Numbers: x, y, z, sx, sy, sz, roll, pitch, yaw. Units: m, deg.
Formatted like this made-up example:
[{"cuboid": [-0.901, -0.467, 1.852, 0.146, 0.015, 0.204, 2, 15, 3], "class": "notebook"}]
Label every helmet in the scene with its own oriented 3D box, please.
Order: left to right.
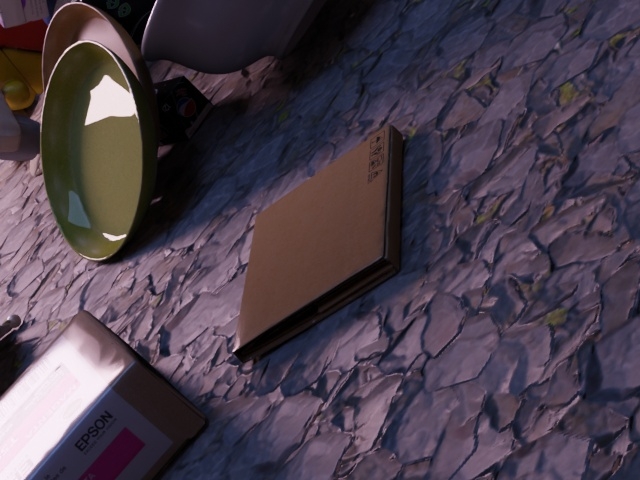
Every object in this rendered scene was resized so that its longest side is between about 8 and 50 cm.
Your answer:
[{"cuboid": [-0.219, -0.310, 1.795, 0.161, 0.169, 0.169, -33, 26, 47], "class": "helmet"}]

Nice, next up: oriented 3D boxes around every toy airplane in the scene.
[{"cuboid": [-0.486, -0.228, 2.125, 0.384, 0.272, 0.386, 8, 35, 21], "class": "toy airplane"}]

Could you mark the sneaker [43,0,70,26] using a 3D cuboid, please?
[{"cuboid": [-0.219, -0.310, 1.931, 0.296, 0.112, 0.131, -13, 40, 9], "class": "sneaker"}]

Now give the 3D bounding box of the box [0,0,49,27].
[{"cuboid": [-0.440, -0.370, 2.024, 0.063, 0.067, 0.324, -18, 35, -20], "class": "box"}]

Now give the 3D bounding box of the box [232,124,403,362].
[{"cuboid": [0.000, 0.000, 1.306, 0.164, 0.021, 0.201, -33, 27, 25], "class": "box"}]

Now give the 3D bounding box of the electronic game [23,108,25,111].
[{"cuboid": [-0.545, -0.159, 2.378, 0.229, 0.048, 0.229, -29, 36, 24], "class": "electronic game"}]

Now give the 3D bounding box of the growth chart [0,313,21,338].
[{"cuboid": [-0.412, 0.132, 1.630, 0.172, 0.021, 0.237, -36, -6, 7], "class": "growth chart"}]

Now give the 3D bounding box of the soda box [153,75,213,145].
[{"cuboid": [-0.200, -0.147, 1.810, 0.169, 0.053, 0.060, -5, 47, 56], "class": "soda box"}]

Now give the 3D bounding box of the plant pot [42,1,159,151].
[{"cuboid": [-0.247, -0.157, 1.745, 0.032, 0.236, 0.236, -17, 7, -34], "class": "plant pot"}]

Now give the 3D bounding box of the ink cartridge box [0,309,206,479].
[{"cuboid": [-0.228, 0.188, 1.296, 0.235, 0.088, 0.193, -48, 23, -8], "class": "ink cartridge box"}]

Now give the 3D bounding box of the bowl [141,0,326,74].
[{"cuboid": [-0.059, -0.289, 1.656, 0.298, 0.134, 0.298, -57, 1, 1], "class": "bowl"}]

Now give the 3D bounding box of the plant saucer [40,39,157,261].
[{"cuboid": [-0.238, -0.098, 1.671, 0.241, 0.037, 0.241, 8, 100, 53], "class": "plant saucer"}]
